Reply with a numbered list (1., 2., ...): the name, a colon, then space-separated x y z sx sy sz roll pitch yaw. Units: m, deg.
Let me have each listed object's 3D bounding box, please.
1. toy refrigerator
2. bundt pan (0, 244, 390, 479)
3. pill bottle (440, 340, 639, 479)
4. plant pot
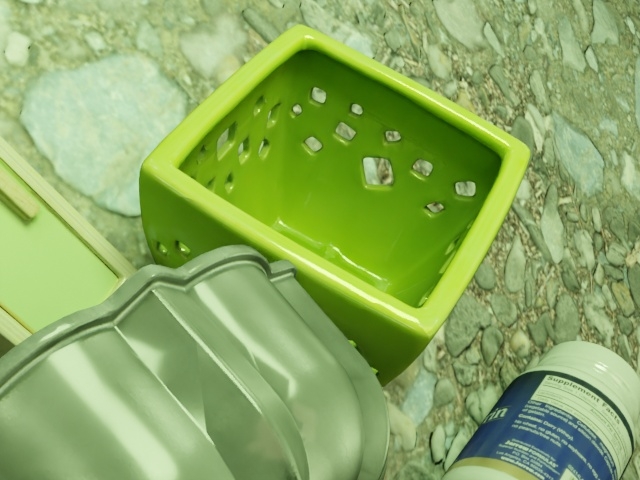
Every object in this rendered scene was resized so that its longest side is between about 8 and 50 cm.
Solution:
1. toy refrigerator: -0.249 -0.023 0.515 0.269 0.094 0.102 51 49 -29
2. bundt pan: -0.082 0.169 0.421 0.124 0.331 0.331 38 42 23
3. pill bottle: 0.247 0.231 0.865 0.264 0.153 0.153 -38 103 -42
4. plant pot: 0.000 0.000 0.646 0.228 0.207 0.227 31 50 7
